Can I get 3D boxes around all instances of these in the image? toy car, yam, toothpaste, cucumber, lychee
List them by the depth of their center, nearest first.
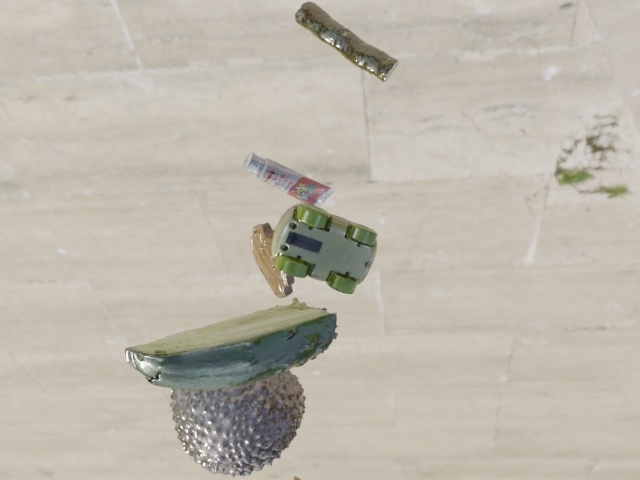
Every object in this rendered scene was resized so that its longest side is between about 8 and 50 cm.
[{"bbox_3d":[-0.126,0.172,1.313,0.325,0.105,0.145,-10,-166,-39],"label":"cucumber"},{"bbox_3d":[-0.177,0.341,1.788,0.300,0.300,0.300,-1,148,0],"label":"lychee"},{"bbox_3d":[0.054,-0.412,1.815,0.253,0.061,0.061,38,153,19],"label":"yam"},{"bbox_3d":[0.000,0.000,1.871,0.235,0.235,0.145,18,100,-26],"label":"toy car"},{"bbox_3d":[-0.084,-0.153,2.213,0.234,0.057,0.089,25,136,-22],"label":"toothpaste"}]

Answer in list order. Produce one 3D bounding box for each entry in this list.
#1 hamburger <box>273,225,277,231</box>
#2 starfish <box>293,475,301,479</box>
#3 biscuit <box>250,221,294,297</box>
[{"bbox_3d":[-0.045,0.000,2.538,0.185,0.113,0.177,3,-160,38],"label":"hamburger"},{"bbox_3d":[0.016,0.617,1.763,0.302,0.299,0.060,10,124,4],"label":"starfish"},{"bbox_3d":[-0.118,0.042,2.097,0.034,0.182,0.215,-25,159,-21],"label":"biscuit"}]
